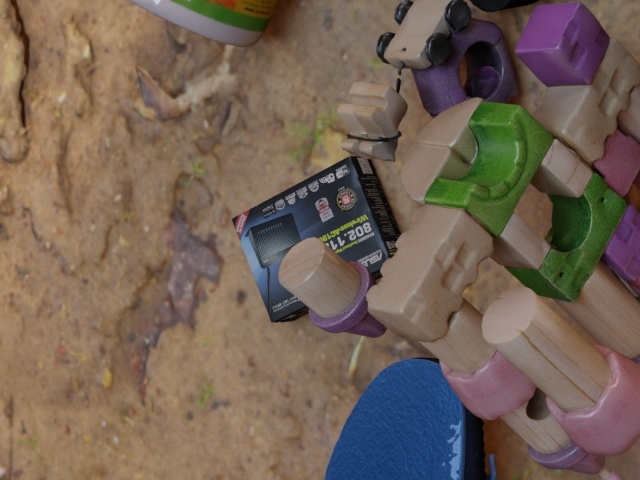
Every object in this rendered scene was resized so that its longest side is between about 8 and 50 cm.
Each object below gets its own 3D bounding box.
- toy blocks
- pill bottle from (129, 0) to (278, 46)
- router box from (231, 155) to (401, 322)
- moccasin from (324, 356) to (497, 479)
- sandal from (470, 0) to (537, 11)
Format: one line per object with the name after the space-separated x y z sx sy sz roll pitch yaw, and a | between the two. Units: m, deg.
0.173 0.010 1.351 0.309 0.260 0.288 9 64 52 | toy blocks
-0.061 -0.287 1.502 0.136 0.136 0.245 32 105 25 | pill bottle
0.000 0.000 1.524 0.122 0.038 0.092 -28 78 26 | router box
0.064 0.254 1.449 0.138 0.117 0.342 14 96 36 | moccasin
0.151 -0.304 1.267 0.167 0.107 0.445 65 153 27 | sandal
